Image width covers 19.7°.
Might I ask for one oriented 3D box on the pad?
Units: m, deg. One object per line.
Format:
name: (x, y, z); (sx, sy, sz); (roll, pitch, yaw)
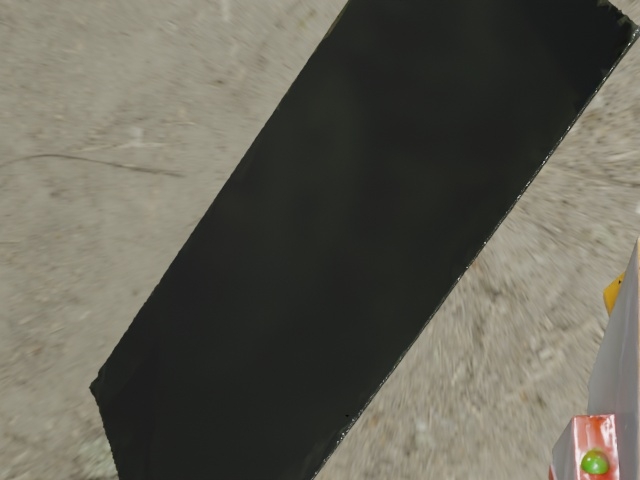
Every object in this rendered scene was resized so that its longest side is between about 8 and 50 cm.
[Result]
pad: (0.000, 0.000, 0.920); (0.007, 0.247, 0.367); (26, 108, -28)

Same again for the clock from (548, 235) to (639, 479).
clock: (0.273, 0.103, 1.161); (0.235, 0.166, 0.309); (-2, 121, -5)
